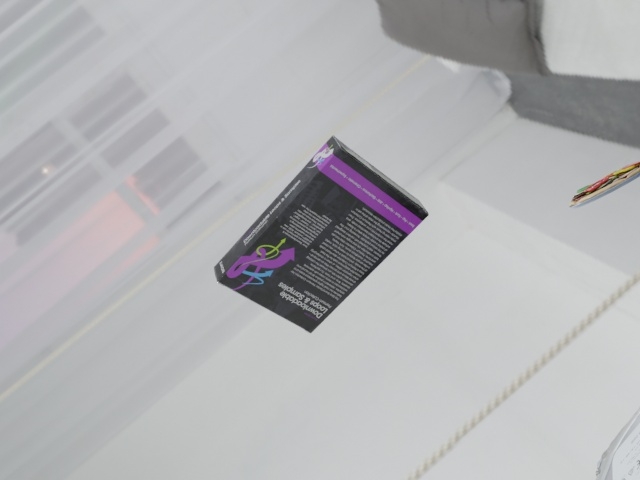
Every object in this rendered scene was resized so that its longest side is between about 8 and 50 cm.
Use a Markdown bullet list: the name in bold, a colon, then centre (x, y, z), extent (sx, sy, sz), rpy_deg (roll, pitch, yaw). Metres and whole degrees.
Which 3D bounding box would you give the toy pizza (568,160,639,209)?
- **toy pizza**: centre (0.641, -0.129, 1.810), extent (0.032, 0.201, 0.201), rpy_deg (61, 176, 2)

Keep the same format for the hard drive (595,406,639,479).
- **hard drive**: centre (0.335, 0.261, 0.750), extent (0.064, 0.236, 0.339), rpy_deg (25, -146, 3)

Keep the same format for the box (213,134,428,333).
- **box**: centre (0.000, 0.000, 0.719), extent (0.116, 0.162, 0.029), rpy_deg (34, -163, -33)
